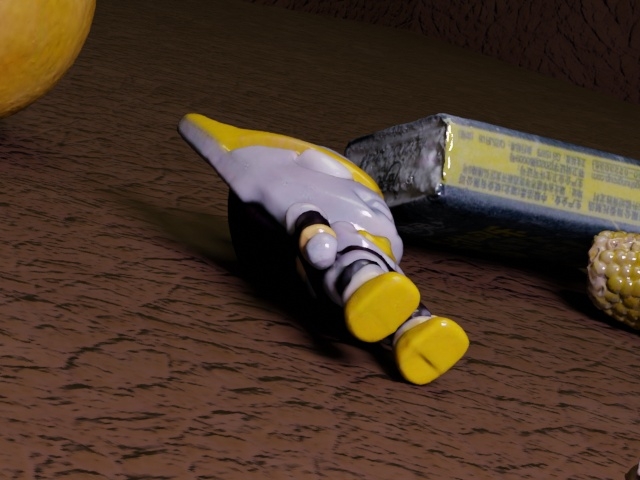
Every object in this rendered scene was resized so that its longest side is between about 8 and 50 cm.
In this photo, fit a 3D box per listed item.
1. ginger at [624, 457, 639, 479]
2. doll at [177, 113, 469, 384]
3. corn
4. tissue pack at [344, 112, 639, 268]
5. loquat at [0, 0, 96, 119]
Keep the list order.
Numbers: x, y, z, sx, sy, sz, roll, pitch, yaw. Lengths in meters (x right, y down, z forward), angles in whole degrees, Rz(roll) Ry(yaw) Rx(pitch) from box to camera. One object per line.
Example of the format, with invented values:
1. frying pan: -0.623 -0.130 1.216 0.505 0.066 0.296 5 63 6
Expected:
1. ginger: 0.194 0.146 0.721 0.122 0.084 0.290 22 12 -2
2. doll: -0.003 -0.003 1.144 0.145 0.103 0.316 15 16 -25
3. corn: 0.359 0.063 1.327 0.319 0.097 0.097 16 11 13
4. tissue pack: 0.166 -0.033 1.438 0.257 0.081 0.185 11 -11 -25
5. loquat: -0.314 -0.218 1.337 0.274 0.275 0.275 15 11 -3
